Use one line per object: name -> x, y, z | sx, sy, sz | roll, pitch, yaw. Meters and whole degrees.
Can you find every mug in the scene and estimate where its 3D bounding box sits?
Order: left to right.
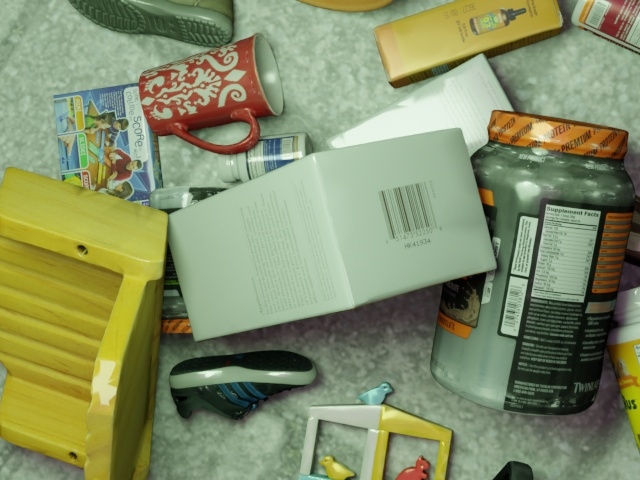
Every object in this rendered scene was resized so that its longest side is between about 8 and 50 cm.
mug -> -0.148, -0.190, 1.561 | 0.169, 0.150, 0.113 | -11, 128, 14

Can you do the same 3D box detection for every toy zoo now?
toy zoo -> 0.064, 0.331, 1.548 | 0.192, 0.030, 0.293 | 9, 89, 11

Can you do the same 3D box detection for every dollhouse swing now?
dollhouse swing -> -0.331, 0.158, 1.425 | 0.315, 0.305, 0.347 | 16, 123, 11

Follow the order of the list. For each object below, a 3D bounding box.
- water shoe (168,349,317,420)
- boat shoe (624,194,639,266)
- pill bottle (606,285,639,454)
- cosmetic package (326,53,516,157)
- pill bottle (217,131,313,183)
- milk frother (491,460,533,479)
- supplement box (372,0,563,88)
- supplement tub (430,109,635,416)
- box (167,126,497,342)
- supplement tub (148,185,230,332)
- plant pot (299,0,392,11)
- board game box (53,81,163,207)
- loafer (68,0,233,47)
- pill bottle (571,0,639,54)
water shoe -> -0.099, 0.195, 1.576 | 0.203, 0.073, 0.080 | -3, 109, 14
boat shoe -> 0.472, 0.007, 1.457 | 0.257, 0.095, 0.095 | 22, 85, 11
pill bottle -> 0.420, 0.159, 1.445 | 0.117, 0.117, 0.215 | -17, 84, 9
cosmetic package -> 0.138, -0.132, 1.531 | 0.231, 0.085, 0.117 | -27, 83, 10
pill bottle -> -0.073, -0.106, 1.575 | 0.120, 0.067, 0.067 | -5, 86, 10
milk frother -> 0.196, 0.341, 1.455 | 0.143, 0.135, 0.129 | -2, 61, -16
supplement box -> 0.191, -0.270, 1.530 | 0.233, 0.080, 0.078 | -17, 85, 11
supplement tub -> 0.255, 0.023, 1.413 | 0.207, 0.207, 0.338 | 11, 99, 11
box -> 0.000, 0.000, 1.390 | 0.215, 0.345, 0.168 | -13, 88, -35
supplement tub -> -0.167, 0.026, 1.562 | 0.117, 0.117, 0.190 | -2, 87, 11
plant pot -> 0.003, -0.452, 1.488 | 0.291, 0.291, 0.203 | 20, 74, 11
board game box -> -0.290, -0.109, 1.633 | 0.136, 0.035, 0.201 | -7, 86, 11
loafer -> -0.232, -0.333, 1.615 | 0.251, 0.094, 0.087 | 16, 66, 2
pill bottle -> 0.400, -0.280, 1.486 | 0.152, 0.086, 0.086 | 27, 92, 10
